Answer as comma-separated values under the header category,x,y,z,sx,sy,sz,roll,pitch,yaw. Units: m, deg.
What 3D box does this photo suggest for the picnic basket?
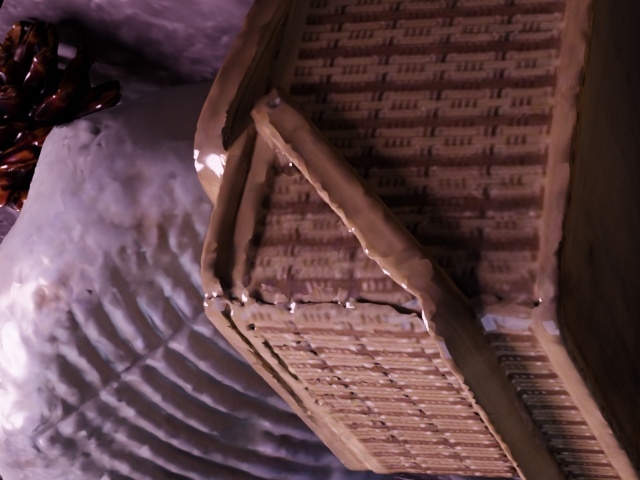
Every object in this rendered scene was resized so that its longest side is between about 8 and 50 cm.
category,x,y,z,sx,sy,sz,roll,pitch,yaw
picnic basket,0.070,-0.047,0.720,0.175,0.313,0.228,-1,152,23

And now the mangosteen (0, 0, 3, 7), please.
category,x,y,z,sx,sy,sz,roll,pitch,yaw
mangosteen,-0.323,-0.134,0.661,0.381,0.381,0.421,18,165,-11

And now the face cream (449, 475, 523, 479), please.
category,x,y,z,sx,sy,sz,roll,pitch,yaw
face cream,0.188,0.094,1.095,0.175,0.195,0.175,13,156,6

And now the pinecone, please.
category,x,y,z,sx,sy,sz,roll,pitch,yaw
pinecone,-0.198,-0.085,0.993,0.140,0.140,0.121,-2,118,29

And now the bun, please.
category,x,y,z,sx,sy,sz,roll,pitch,yaw
bun,-0.067,0.043,0.948,0.354,0.354,0.194,35,-171,-39
